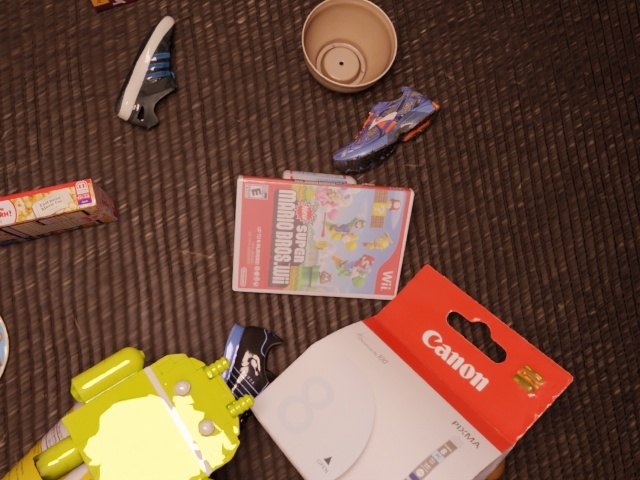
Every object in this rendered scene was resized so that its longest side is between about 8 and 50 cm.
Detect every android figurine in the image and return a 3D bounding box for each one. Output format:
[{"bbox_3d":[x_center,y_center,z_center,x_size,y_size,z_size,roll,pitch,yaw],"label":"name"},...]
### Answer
[{"bbox_3d":[-0.221,0.260,0.780,0.273,0.056,0.248,-29,75,-19],"label":"android figurine"}]

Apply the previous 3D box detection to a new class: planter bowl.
[{"bbox_3d":[0.044,-0.330,1.042,0.162,0.109,0.162,1,83,-6],"label":"planter bowl"}]

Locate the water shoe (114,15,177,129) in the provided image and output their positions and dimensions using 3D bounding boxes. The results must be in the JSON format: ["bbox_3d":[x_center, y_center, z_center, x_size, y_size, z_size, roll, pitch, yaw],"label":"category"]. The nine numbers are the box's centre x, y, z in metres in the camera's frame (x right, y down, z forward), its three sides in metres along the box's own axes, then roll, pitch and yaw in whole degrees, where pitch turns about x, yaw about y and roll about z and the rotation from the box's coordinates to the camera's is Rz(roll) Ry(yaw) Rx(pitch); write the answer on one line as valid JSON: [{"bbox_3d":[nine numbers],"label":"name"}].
[{"bbox_3d":[-0.288,-0.290,1.030,0.080,0.073,0.203,27,79,-29],"label":"water shoe"}]

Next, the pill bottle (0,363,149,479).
[{"bbox_3d":[-0.338,0.351,0.867,0.188,0.188,0.334,44,80,1],"label":"pill bottle"}]

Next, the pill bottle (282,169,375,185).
[{"bbox_3d":[0.011,-0.071,1.014,0.160,0.087,0.087,5,82,-6],"label":"pill bottle"}]

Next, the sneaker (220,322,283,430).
[{"bbox_3d":[-0.127,0.255,0.958,0.091,0.081,0.232,14,81,0],"label":"sneaker"}]

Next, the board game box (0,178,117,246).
[{"bbox_3d":[-0.437,-0.040,0.929,0.194,0.147,0.045,-13,84,-9],"label":"board game box"}]

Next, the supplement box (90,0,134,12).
[{"bbox_3d":[-0.325,-0.482,1.022,0.188,0.104,0.080,-21,86,-8],"label":"supplement box"}]

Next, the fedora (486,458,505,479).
[{"bbox_3d":[0.215,0.319,0.972,0.194,0.194,0.079,41,117,0],"label":"fedora"}]

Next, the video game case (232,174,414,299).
[{"bbox_3d":[0.000,0.000,0.984,0.285,0.025,0.204,4,114,-6],"label":"video game case"}]

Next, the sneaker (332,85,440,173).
[{"bbox_3d":[0.107,-0.197,1.056,0.221,0.083,0.087,-35,74,-15],"label":"sneaker"}]

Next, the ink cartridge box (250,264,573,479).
[{"bbox_3d":[0.130,0.233,0.886,0.385,0.091,0.308,-43,55,-8],"label":"ink cartridge box"}]

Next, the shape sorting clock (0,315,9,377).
[{"bbox_3d":[-0.606,0.176,0.933,0.206,0.040,0.206,1,83,-6],"label":"shape sorting clock"}]
